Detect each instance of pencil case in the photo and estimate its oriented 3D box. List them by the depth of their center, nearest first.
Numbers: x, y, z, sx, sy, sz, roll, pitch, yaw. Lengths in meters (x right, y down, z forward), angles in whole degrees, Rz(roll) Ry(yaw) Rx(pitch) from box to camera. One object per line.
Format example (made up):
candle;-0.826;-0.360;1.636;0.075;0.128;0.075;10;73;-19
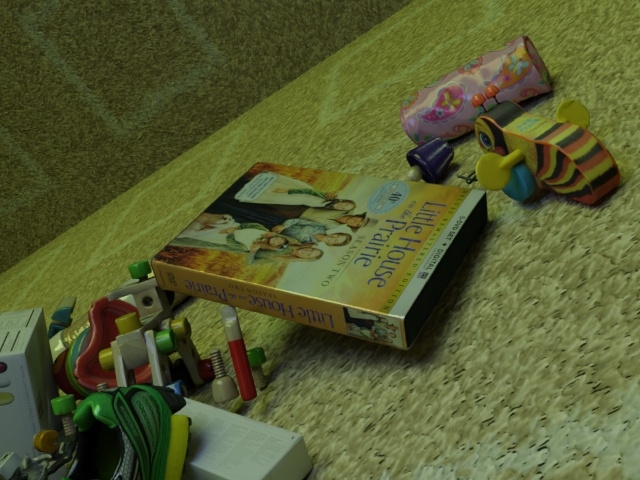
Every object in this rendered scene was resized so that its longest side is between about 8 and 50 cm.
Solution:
pencil case;0.288;-0.271;1.378;0.284;0.124;0.124;-27;24;27

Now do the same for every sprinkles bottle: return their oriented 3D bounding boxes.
sprinkles bottle;-0.442;0.168;1.630;0.355;0.121;0.121;-38;22;-1

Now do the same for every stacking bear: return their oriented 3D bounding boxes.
stacking bear;-0.437;0.243;1.435;0.289;0.164;0.175;-29;46;49

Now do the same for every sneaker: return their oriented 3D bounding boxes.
sneaker;-0.251;0.338;0.834;0.134;0.146;0.343;-10;71;34

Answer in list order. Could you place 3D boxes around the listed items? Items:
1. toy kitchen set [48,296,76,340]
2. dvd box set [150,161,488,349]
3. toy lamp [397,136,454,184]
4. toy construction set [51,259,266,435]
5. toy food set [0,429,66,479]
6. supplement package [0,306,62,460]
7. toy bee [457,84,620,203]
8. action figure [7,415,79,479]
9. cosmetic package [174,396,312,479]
toy kitchen set;-0.572;0.260;1.737;0.122;0.166;0.207;-105;32;-67
dvd box set;0.000;0.000;1.091;0.420;0.062;0.307;11;41;30
toy lamp;0.126;-0.081;1.304;0.275;0.080;0.080;-40;22;-6
toy construction set;-0.239;0.142;1.139;0.309;0.237;0.257;-13;1;31
toy food set;-0.548;0.439;1.273;0.104;0.111;0.232;-14;31;46
supplement package;-0.600;0.294;1.396;0.145;0.261;0.204;-7;20;-9
toy bee;0.278;-0.140;1.052;0.298;0.162;0.195;-3;33;48
action figure;-0.408;0.389;1.100;0.141;0.164;0.275;-30;17;34
cosmetic package;-0.134;0.272;0.931;0.239;0.060;0.099;6;33;40
